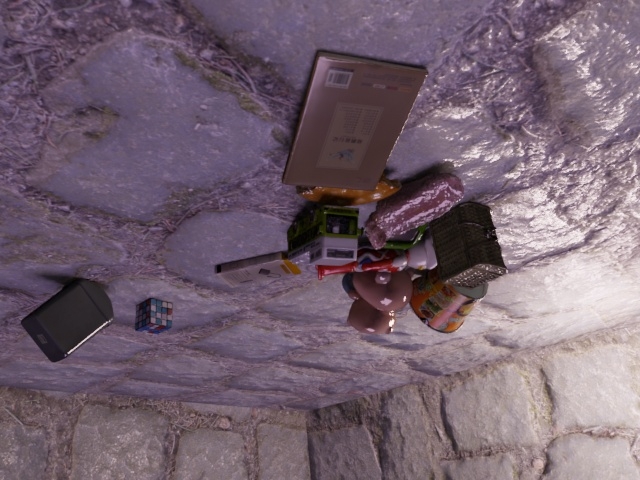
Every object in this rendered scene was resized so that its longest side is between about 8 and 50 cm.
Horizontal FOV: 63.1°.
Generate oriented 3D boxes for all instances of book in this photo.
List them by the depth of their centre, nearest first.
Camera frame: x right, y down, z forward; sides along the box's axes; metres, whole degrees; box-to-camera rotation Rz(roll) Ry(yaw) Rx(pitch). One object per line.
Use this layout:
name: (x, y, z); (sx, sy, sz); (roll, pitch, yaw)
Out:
book: (0.057, -0.219, 1.037); (0.216, 0.021, 0.310); (2, 140, -18)

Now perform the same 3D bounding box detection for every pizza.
pizza: (0.068, -0.128, 1.237); (0.246, 0.058, 0.127); (-9, 154, 8)

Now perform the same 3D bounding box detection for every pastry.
pastry: (0.227, -0.088, 1.298); (0.265, 0.112, 0.103); (-30, 121, 13)

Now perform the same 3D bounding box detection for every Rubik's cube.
Rubik's cube: (-0.578, 0.265, 1.809); (0.092, 0.092, 0.092); (-27, 148, 33)

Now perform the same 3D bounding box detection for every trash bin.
trash bin: (-0.742, 0.229, 1.560); (0.101, 0.236, 0.177); (-22, 107, 28)

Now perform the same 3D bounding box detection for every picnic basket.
picnic basket: (0.414, 0.013, 1.442); (0.134, 0.196, 0.154); (14, 147, -30)

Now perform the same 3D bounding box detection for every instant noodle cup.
instant noodle cup: (0.434, 0.169, 1.737); (0.230, 0.230, 0.182); (7, 141, -25)

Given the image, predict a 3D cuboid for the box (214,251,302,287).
box: (-0.192, 0.092, 1.630); (0.247, 0.033, 0.129); (-12, 152, 10)

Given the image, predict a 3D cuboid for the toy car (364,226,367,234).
toy car: (0.171, -0.025, 1.487); (0.059, 0.035, 0.122); (-25, 140, 30)

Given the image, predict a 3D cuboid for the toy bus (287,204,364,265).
toy bus: (0.000, 0.000, 1.331); (0.113, 0.139, 0.301); (4, 169, -19)

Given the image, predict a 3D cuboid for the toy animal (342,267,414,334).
toy animal: (0.186, 0.195, 1.685); (0.229, 0.221, 0.210); (-14, 170, 31)

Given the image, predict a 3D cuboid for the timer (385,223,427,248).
timer: (0.220, -0.033, 1.430); (0.140, 0.047, 0.128); (3, 129, -25)

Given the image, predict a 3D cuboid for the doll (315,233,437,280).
doll: (0.174, 0.055, 1.546); (0.383, 0.099, 0.188); (-8, -168, 0)
